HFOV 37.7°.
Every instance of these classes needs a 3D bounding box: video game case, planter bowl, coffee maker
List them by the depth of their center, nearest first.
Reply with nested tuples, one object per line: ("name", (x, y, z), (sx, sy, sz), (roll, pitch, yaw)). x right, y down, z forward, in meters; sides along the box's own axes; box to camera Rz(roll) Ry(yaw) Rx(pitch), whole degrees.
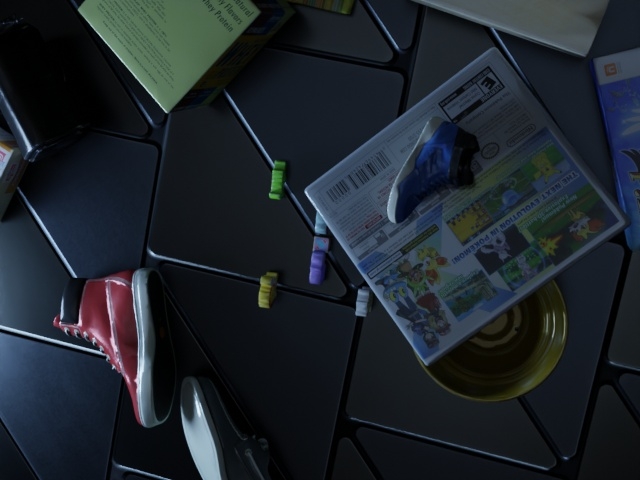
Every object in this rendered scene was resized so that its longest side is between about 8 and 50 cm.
("video game case", (0.509, -0.141, 1.248), (0.244, 0.061, 0.270), (-12, 93, 14))
("video game case", (0.191, -0.046, 1.267), (0.329, 0.036, 0.300), (-37, 79, 9))
("planter bowl", (0.237, 0.112, 1.318), (0.217, 0.090, 0.217), (0, 91, 14))
("coffee maker", (-0.435, -0.218, 1.393), (0.120, 0.171, 0.178), (-29, 91, -2))

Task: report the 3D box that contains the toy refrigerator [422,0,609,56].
("toy refrigerator", (0.246, -0.334, 1.262), (0.269, 0.102, 0.094), (22, 103, 10))

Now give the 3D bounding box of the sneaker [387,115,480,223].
("sneaker", (0.153, -0.080, 1.228), (0.084, 0.058, 0.152), (27, 87, 22))

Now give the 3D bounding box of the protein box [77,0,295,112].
("protein box", (-0.187, -0.325, 1.329), (0.201, 0.136, 0.200), (-42, 87, 23))

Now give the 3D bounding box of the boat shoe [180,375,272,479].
("boat shoe", (-0.123, 0.349, 1.443), (0.099, 0.116, 0.319), (-20, 83, -29))

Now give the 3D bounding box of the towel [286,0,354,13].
("towel", (-0.057, -0.403, 1.367), (0.237, 0.021, 0.102), (15, 94, 11))

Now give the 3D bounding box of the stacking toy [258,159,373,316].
("stacking toy", (0.000, 0.000, 1.382), (0.167, 0.052, 0.221), (7, 97, 11))

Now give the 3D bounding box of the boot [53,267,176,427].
("boot", (-0.325, 0.173, 1.459), (0.176, 0.088, 0.244), (-8, 86, 14))

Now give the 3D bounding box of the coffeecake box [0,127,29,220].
("coffeecake box", (-0.571, -0.129, 1.485), (0.185, 0.068, 0.142), (32, 102, 8))
